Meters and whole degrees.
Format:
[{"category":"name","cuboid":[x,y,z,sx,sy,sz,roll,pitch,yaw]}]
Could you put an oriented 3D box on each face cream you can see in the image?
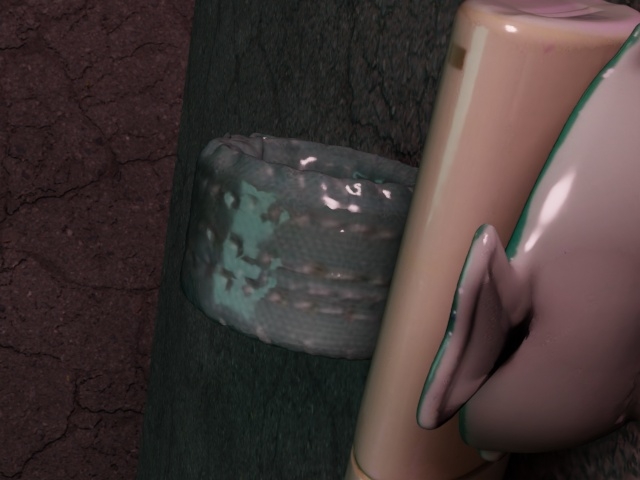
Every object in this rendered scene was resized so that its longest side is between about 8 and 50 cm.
[{"category":"face cream","cuboid":[0.090,0.037,0.542,0.081,0.174,0.348,25,115,28]}]

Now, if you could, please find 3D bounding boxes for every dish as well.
[{"category":"dish","cuboid":[0.132,0.023,0.417,0.078,0.246,0.224,24,113,23]}]

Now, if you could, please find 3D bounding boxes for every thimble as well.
[{"category":"thimble","cuboid":[0.000,0.000,0.763,0.235,0.198,0.143,22,108,37]}]
